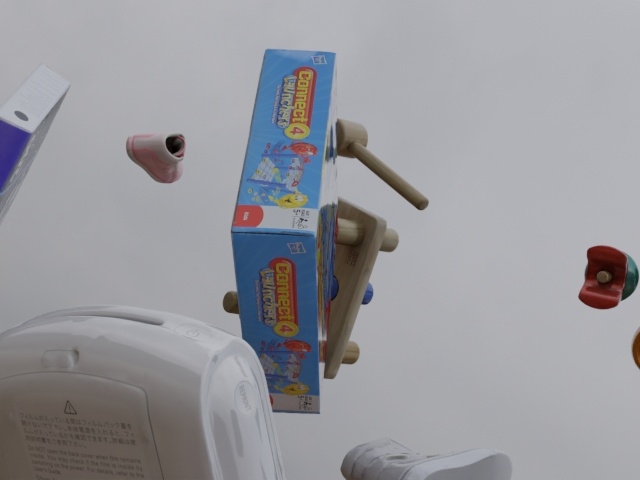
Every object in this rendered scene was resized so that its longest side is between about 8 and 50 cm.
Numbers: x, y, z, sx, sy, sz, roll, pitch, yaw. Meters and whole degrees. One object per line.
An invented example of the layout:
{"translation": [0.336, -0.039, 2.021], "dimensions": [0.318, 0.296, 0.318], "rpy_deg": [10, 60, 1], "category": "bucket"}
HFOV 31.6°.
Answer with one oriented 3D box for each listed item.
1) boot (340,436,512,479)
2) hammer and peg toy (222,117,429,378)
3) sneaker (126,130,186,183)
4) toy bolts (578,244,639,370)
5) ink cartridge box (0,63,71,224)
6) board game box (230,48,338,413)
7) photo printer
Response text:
{"translation": [0.137, 0.289, 1.436], "dimensions": [0.123, 0.095, 0.258], "rpy_deg": [22, 5, 37], "category": "boot"}
{"translation": [0.000, 0.000, 1.705], "dimensions": [0.127, 0.361, 0.266], "rpy_deg": [11, 12, -39], "category": "hammer and peg toy"}
{"translation": [-0.208, -0.115, 1.573], "dimensions": [0.070, 0.051, 0.134], "rpy_deg": [-7, -17, 20], "category": "sneaker"}
{"translation": [0.531, 0.099, 1.819], "dimensions": [0.229, 0.218, 0.158], "rpy_deg": [18, 9, 24], "category": "toy bolts"}
{"translation": [-0.323, -0.049, 1.085], "dimensions": [0.045, 0.206, 0.208], "rpy_deg": [30, 23, -9], "category": "ink cartridge box"}
{"translation": [-0.033, -0.009, 1.315], "dimensions": [0.086, 0.301, 0.308], "rpy_deg": [2, -43, 4], "category": "board game box"}
{"translation": [-0.148, 0.200, 0.926], "dimensions": [0.256, 0.107, 0.307], "rpy_deg": [-1, -72, 31], "category": "photo printer"}
